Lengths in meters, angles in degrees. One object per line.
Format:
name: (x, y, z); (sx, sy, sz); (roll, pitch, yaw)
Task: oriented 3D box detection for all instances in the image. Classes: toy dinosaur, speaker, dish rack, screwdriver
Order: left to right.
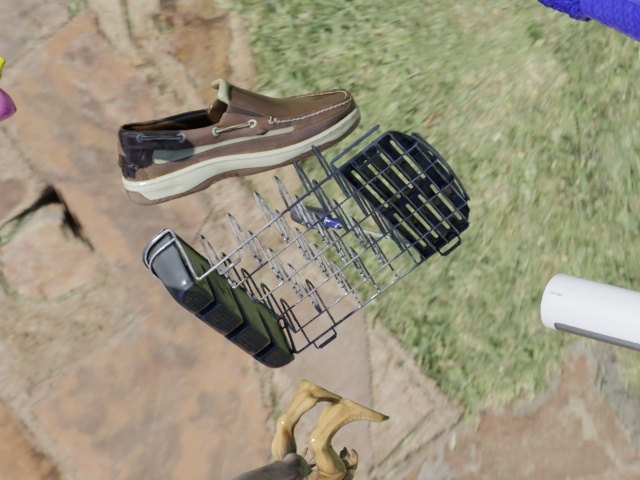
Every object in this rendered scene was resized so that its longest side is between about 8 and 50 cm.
toy dinosaur: (-0.017, 0.132, 0.736); (0.064, 0.211, 0.112); (21, 84, 28)
dish rack: (0.000, 0.000, 1.264); (0.271, 0.208, 0.074); (-37, 52, 9)
screwdriver: (0.031, -0.011, 1.424); (0.170, 0.024, 0.025); (20, 132, 41)
speaker: (0.275, 0.070, 1.268); (0.136, 0.055, 0.055); (14, 105, 34)

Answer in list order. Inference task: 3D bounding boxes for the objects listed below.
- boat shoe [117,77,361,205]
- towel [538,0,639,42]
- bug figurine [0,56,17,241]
boat shoe: (-0.083, -0.119, 1.397); (0.258, 0.095, 0.095); (-21, 114, -16)
towel: (0.191, -0.185, 0.604); (0.308, 0.076, 0.227); (39, 110, 40)
bug figurine: (-0.374, -0.075, 1.174); (0.216, 0.072, 0.278); (8, 95, -17)
